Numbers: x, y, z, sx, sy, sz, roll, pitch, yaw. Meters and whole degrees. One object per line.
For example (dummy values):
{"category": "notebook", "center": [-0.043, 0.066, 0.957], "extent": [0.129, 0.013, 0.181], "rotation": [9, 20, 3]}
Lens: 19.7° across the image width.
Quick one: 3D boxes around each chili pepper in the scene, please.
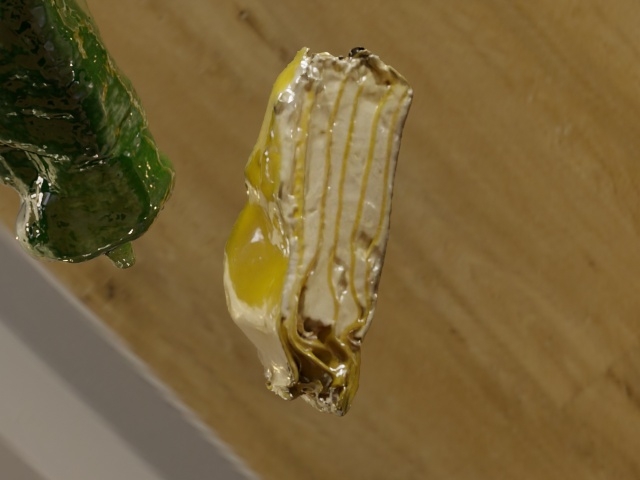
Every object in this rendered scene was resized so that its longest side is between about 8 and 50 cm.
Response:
{"category": "chili pepper", "center": [-0.153, -0.089, 1.012], "extent": [0.136, 0.099, 0.270], "rotation": [23, -40, 47]}

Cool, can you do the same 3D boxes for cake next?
{"category": "cake", "center": [-0.004, -0.001, 0.953], "extent": [0.080, 0.116, 0.185], "rotation": [19, -69, -20]}
